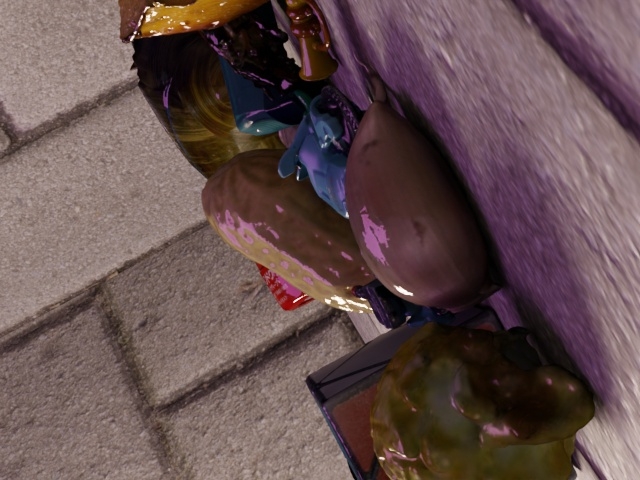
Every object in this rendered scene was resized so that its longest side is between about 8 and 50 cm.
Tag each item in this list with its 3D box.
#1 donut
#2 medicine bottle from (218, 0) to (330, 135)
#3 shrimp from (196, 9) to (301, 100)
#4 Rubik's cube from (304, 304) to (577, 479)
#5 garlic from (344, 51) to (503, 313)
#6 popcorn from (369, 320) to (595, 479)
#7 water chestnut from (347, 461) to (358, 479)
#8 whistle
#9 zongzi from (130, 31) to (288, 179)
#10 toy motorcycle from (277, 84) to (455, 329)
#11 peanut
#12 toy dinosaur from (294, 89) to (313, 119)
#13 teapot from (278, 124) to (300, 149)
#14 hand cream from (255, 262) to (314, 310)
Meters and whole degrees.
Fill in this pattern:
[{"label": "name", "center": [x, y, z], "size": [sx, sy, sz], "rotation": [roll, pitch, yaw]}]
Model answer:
[{"label": "donut", "center": [-0.116, -0.298, 1.409], "size": [0.259, 0.152, 0.101], "rotation": [-34, 68, 55]}, {"label": "medicine bottle", "center": [-0.077, -0.247, 1.648], "size": [0.079, 0.124, 0.258], "rotation": [7, -122, -46]}, {"label": "shrimp", "center": [-0.118, -0.329, 1.544], "size": [0.365, 0.071, 0.233], "rotation": [54, 149, 31]}, {"label": "Rubik's cube", "center": [0.123, 0.199, 1.406], "size": [0.205, 0.207, 0.205], "rotation": [60, 177, -4]}, {"label": "garlic", "center": [0.074, -0.056, 1.172], "size": [0.148, 0.128, 0.267], "rotation": [158, 94, -75]}, {"label": "popcorn", "center": [0.147, 0.149, 1.126], "size": [0.198, 0.198, 0.212], "rotation": [61, 150, 10]}, {"label": "water chestnut", "center": [0.157, 0.288, 1.911], "size": [0.223, 0.238, 0.224], "rotation": [26, -128, -40]}, {"label": "whistle", "center": [-0.013, -0.223, 1.403], "size": [0.057, 0.046, 0.109], "rotation": [-101, -5, -48]}, {"label": "zongzi", "center": [-0.093, -0.164, 2.030], "size": [0.403, 0.208, 0.432], "rotation": [57, 167, -31]}, {"label": "toy motorcycle", "center": [0.052, -0.034, 1.338], "size": [0.272, 0.123, 0.182], "rotation": [63, 166, -10]}, {"label": "peanut", "center": [-0.001, -0.012, 1.546], "size": [0.313, 0.152, 0.152], "rotation": [33, 166, 21]}, {"label": "toy dinosaur", "center": [0.005, -0.130, 1.540], "size": [0.096, 0.059, 0.132], "rotation": [35, 165, 47]}, {"label": "teapot", "center": [-0.013, -0.150, 1.700], "size": [0.200, 0.077, 0.107], "rotation": [-124, 11, -59]}, {"label": "hand cream", "center": [0.000, 0.000, 1.756], "size": [0.125, 0.193, 0.193], "rotation": [58, 176, 7]}]
